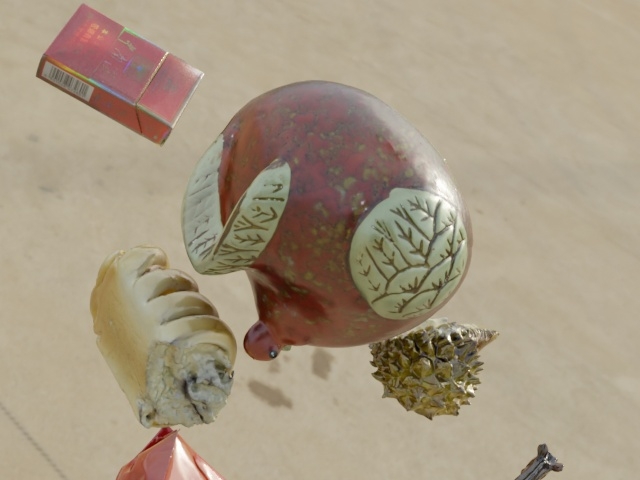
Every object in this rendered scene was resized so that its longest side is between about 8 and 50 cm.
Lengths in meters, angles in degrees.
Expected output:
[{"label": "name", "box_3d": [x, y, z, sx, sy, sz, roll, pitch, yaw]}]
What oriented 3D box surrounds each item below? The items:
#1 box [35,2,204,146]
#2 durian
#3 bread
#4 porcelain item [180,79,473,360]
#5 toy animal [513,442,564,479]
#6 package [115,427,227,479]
[{"label": "box", "box_3d": [-0.243, -0.203, 1.273, 0.175, 0.048, 0.112, 29, 49, -9]}, {"label": "durian", "box_3d": [0.166, 0.138, 1.307, 0.224, 0.078, 0.140, -21, 67, -39]}, {"label": "bread", "box_3d": [-0.140, 0.081, 0.915, 0.084, 0.119, 0.177, -7, 44, -39]}, {"label": "porcelain item", "box_3d": [0.000, 0.000, 0.885, 0.253, 0.253, 0.253, 21, 28, -12]}, {"label": "toy animal", "box_3d": [0.121, 0.269, 0.933, 0.066, 0.230, 0.224, 51, 5, 15]}, {"label": "package", "box_3d": [-0.173, 0.403, 1.178, 0.196, 0.123, 0.423, 46, 20, -19]}]
